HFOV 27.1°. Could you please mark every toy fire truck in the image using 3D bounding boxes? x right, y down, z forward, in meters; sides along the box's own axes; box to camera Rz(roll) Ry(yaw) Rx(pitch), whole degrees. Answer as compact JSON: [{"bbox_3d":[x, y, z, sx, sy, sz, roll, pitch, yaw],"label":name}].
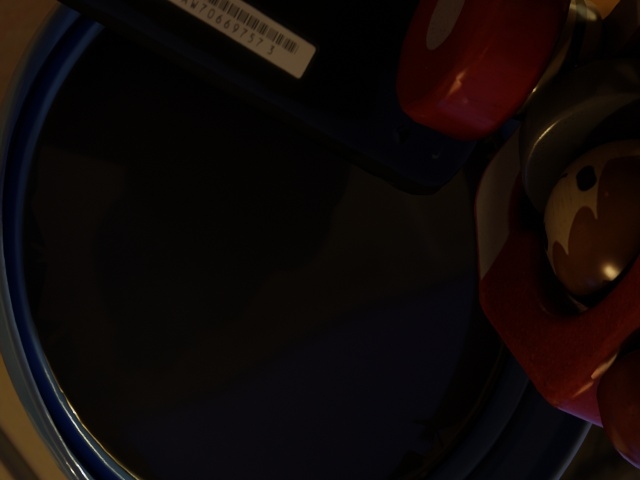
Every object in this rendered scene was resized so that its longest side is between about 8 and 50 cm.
[{"bbox_3d":[0.151,-0.052,0.511,0.302,0.169,0.254,-53,-158,39],"label":"toy fire truck"}]

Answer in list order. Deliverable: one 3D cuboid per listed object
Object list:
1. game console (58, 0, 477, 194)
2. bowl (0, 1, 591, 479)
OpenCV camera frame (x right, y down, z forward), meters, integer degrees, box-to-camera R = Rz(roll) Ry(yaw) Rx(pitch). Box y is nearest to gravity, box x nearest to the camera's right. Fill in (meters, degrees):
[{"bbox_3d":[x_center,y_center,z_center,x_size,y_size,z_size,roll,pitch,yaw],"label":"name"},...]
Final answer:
[{"bbox_3d":[0.013,-0.231,0.612,0.060,0.386,0.342,34,-84,47],"label":"game console"},{"bbox_3d":[0.000,0.000,0.741,0.391,0.391,0.077,-38,-166,-26],"label":"bowl"}]
